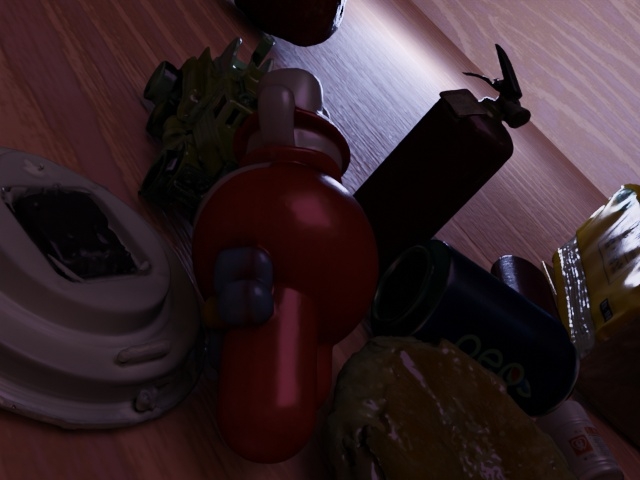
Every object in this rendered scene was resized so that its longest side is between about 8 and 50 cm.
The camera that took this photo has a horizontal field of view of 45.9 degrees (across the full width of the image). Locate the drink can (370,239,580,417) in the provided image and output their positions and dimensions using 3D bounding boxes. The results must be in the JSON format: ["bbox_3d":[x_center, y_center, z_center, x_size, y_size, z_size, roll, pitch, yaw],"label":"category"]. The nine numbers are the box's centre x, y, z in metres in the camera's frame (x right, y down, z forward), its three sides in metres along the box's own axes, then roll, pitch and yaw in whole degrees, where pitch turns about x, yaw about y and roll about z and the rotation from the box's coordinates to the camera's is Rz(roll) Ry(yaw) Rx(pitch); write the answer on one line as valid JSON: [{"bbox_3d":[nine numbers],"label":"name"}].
[{"bbox_3d":[0.154,0.092,0.751,0.205,0.118,0.118,32,24,-20],"label":"drink can"}]

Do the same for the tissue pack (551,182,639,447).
[{"bbox_3d":[0.509,0.124,1.102,0.293,0.228,0.382,42,27,-6],"label":"tissue pack"}]

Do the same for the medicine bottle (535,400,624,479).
[{"bbox_3d":[0.266,0.217,0.783,0.057,0.057,0.089,26,27,-33],"label":"medicine bottle"}]

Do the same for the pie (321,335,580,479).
[{"bbox_3d":[0.117,0.197,0.563,0.306,0.071,0.306,31,26,-17],"label":"pie"}]

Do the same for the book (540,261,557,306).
[{"bbox_3d":[0.439,0.109,1.311,0.118,0.012,0.172,38,23,-10],"label":"book"}]

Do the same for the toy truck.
[{"bbox_3d":[-0.085,-0.112,0.713,0.128,0.135,0.259,30,29,-26],"label":"toy truck"}]

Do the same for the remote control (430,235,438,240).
[{"bbox_3d":[0.158,0.046,0.956,0.050,0.027,0.184,25,29,-34],"label":"remote control"}]

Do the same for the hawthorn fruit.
[{"bbox_3d":[-0.074,-0.458,1.278,0.266,0.210,0.230,22,32,-3],"label":"hawthorn fruit"}]

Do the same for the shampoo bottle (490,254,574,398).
[{"bbox_3d":[0.272,0.112,0.973,0.102,0.064,0.260,41,23,-11],"label":"shampoo bottle"}]

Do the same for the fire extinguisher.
[{"bbox_3d":[0.110,-0.072,0.775,0.105,0.269,0.104,34,24,-17],"label":"fire extinguisher"}]

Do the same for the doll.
[{"bbox_3d":[-0.025,0.014,0.529,0.161,0.130,0.290,74,17,-59],"label":"doll"}]

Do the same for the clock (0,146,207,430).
[{"bbox_3d":[-0.161,0.010,0.478,0.236,0.053,0.236,34,25,-18],"label":"clock"}]
